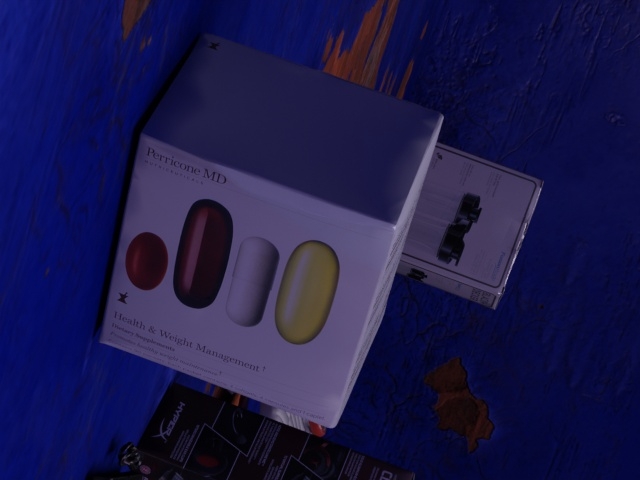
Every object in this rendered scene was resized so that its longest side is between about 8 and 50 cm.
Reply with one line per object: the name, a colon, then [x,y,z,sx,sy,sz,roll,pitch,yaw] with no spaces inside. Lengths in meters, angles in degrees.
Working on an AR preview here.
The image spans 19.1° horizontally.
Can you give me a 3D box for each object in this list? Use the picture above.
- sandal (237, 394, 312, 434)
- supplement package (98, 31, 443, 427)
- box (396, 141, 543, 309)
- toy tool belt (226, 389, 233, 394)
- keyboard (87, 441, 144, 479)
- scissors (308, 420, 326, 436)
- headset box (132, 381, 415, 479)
sandal: [-0.072,0.232,2.454,0.416,0.102,0.169,-81,159,-59]
supplement package: [-0.038,-0.007,1.401,0.149,0.194,0.203,-65,172,-51]
box: [0.122,-0.041,2.449,0.087,0.290,0.169,91,18,-74]
toy tool belt: [-0.091,0.162,2.302,0.083,0.051,0.052,-43,153,-80]
keyboard: [-0.189,0.227,1.693,0.108,0.023,0.180,-63,175,-4]
scissors: [-0.028,0.121,2.453,0.109,0.021,0.297,-78,156,-61]
headset box: [-0.048,0.297,1.920,0.110,0.293,0.218,-65,173,-49]
